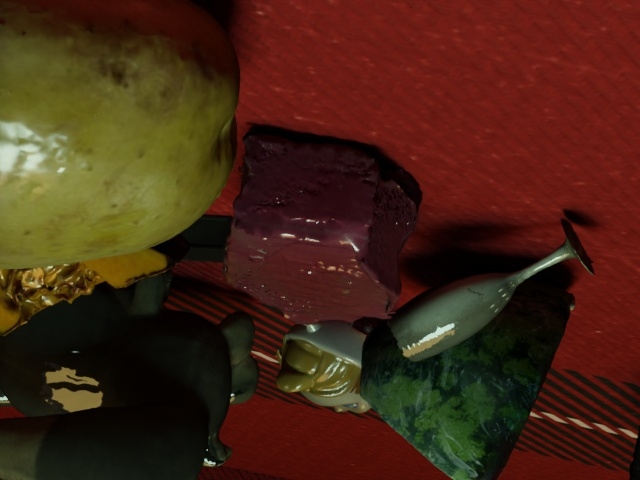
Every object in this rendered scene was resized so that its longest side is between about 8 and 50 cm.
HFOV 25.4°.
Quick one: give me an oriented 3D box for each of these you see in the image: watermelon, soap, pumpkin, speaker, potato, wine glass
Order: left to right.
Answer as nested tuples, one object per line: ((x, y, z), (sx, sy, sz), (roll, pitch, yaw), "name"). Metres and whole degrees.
((-0.264, -0.020, 1.483), (0.278, 0.163, 0.111), (-20, -167, 32), "pumpkin")
((-0.162, -0.090, 1.015), (0.242, 0.242, 0.285), (11, 137, -4), "potato")
((-0.179, -0.005, 1.549), (0.191, 0.040, 0.046), (3, 159, 22), "speaker")
((0.000, 0.000, 1.360), (0.182, 0.112, 0.289), (13, 164, -2), "soap")
((0.162, 0.136, 1.468), (0.224, 0.180, 0.305), (-17, -166, 18), "watermelon")
((0.161, 0.053, 1.351), (0.198, 0.066, 0.066), (-31, 146, 18), "wine glass")

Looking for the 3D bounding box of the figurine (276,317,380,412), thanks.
((0.074, 0.156, 1.787), (0.274, 0.133, 0.194), (11, -173, -21), "figurine")

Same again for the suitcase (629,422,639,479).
((0.576, 0.325, 1.847), (0.345, 0.188, 0.339), (9, -178, 18), "suitcase")

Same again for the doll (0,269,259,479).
((-0.287, 0.153, 1.684), (0.382, 0.252, 0.378), (10, -168, 9), "doll")
